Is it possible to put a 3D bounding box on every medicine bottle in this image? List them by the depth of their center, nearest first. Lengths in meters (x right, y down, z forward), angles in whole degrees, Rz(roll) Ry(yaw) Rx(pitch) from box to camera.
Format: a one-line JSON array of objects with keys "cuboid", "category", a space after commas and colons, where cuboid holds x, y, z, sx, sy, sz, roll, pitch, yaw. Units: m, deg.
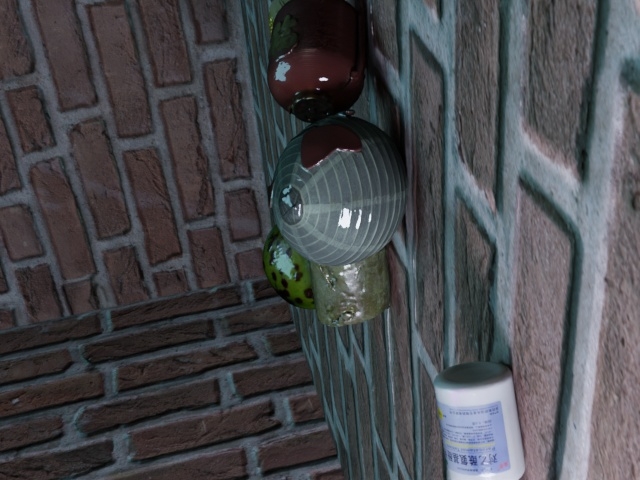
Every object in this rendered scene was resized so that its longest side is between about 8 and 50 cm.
[{"cuboid": [0.211, 0.260, 1.172, 0.103, 0.103, 0.186, -142, 42, -78], "category": "medicine bottle"}]

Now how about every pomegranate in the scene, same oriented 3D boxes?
[{"cuboid": [0.010, 0.013, 1.939, 0.306, 0.242, 0.242, -53, 41, 38], "category": "pomegranate"}]

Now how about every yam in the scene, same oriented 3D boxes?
[{"cuboid": [0.049, 0.012, 1.746, 0.168, 0.168, 0.304, -116, 16, -61], "category": "yam"}]

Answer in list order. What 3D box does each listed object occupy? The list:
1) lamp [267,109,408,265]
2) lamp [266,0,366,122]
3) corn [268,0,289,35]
[{"cuboid": [0.027, -0.082, 1.486, 0.265, 0.233, 0.233, -56, 38, 38], "category": "lamp"}, {"cuboid": [0.000, -0.322, 1.543, 0.180, 0.180, 0.258, 93, -179, -61], "category": "lamp"}, {"cuboid": [-0.023, -0.384, 1.867, 0.123, 0.122, 0.305, -53, 52, 57], "category": "corn"}]
